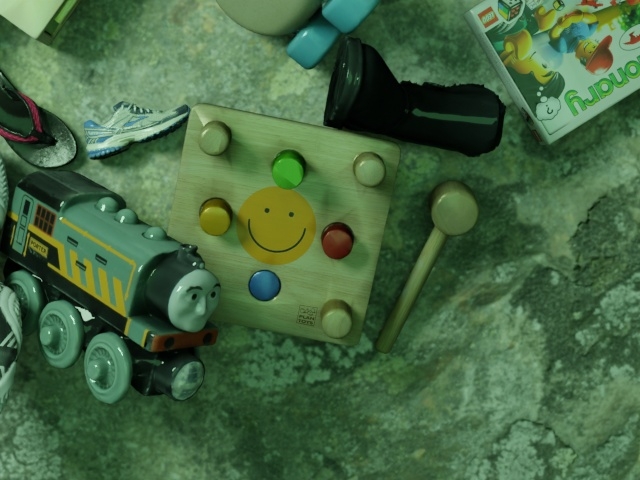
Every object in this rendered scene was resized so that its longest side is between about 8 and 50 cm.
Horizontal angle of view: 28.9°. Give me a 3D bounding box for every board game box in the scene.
[{"bbox_3d":[0.355,-0.278,1.526,0.305,0.053,0.193,-33,96,-1],"label":"board game box"}]

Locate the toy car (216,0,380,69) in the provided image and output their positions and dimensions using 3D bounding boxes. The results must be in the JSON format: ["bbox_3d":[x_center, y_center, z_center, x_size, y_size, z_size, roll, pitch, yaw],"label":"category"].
[{"bbox_3d":[-0.012,-0.370,1.454,0.219,0.210,0.238,39,62,-10],"label":"toy car"}]

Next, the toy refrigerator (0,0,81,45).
[{"bbox_3d":[-0.278,-0.362,1.451,0.094,0.102,0.269,36,90,-6],"label":"toy refrigerator"}]

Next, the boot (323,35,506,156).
[{"bbox_3d":[0.113,-0.161,1.425,0.207,0.246,0.094,8,85,-2],"label":"boot"}]

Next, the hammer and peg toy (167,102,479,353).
[{"bbox_3d":[0.000,0.000,1.470,0.361,0.127,0.266,12,101,-4],"label":"hammer and peg toy"}]

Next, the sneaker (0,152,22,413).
[{"bbox_3d":[-0.455,0.039,1.368,0.210,0.137,0.366,7,61,-34],"label":"sneaker"}]

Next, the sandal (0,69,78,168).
[{"bbox_3d":[-0.370,-0.152,1.489,0.179,0.040,0.067,43,90,-6],"label":"sandal"}]

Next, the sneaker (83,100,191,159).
[{"bbox_3d":[-0.224,-0.145,1.497,0.135,0.052,0.058,-20,91,-3],"label":"sneaker"}]

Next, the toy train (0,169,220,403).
[{"bbox_3d":[-0.243,0.050,1.397,0.142,0.334,0.190,-3,114,-47],"label":"toy train"}]
